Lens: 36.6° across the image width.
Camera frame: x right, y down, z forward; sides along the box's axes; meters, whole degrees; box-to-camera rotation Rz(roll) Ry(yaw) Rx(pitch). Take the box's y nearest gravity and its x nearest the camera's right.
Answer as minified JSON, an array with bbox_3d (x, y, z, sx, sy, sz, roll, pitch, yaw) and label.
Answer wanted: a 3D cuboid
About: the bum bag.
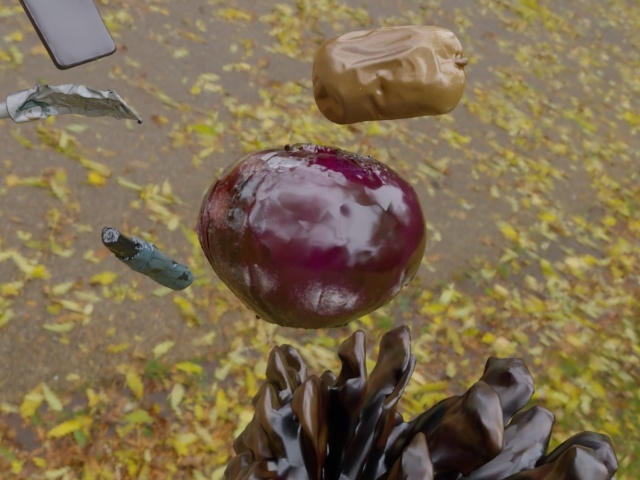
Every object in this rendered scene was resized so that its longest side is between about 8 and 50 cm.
[{"bbox_3d":[-0.306,-0.283,1.137,0.109,0.026,0.159,-39,104,-53],"label":"bum bag"}]

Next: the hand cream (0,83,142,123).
[{"bbox_3d":[-0.410,-0.213,1.536,0.257,0.084,0.050,0,59,22],"label":"hand cream"}]

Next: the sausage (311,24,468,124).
[{"bbox_3d":[0.099,-0.239,1.402,0.241,0.136,0.120,2,19,25],"label":"sausage"}]

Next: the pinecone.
[{"bbox_3d":[0.063,0.253,0.713,0.398,0.397,0.397,18,32,-12],"label":"pinecone"}]

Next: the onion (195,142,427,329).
[{"bbox_3d":[0.000,0.000,1.434,0.337,0.281,0.260,10,6,-28],"label":"onion"}]

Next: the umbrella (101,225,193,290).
[{"bbox_3d":[-0.283,0.034,1.600,0.053,0.052,0.250,13,-13,23],"label":"umbrella"}]
